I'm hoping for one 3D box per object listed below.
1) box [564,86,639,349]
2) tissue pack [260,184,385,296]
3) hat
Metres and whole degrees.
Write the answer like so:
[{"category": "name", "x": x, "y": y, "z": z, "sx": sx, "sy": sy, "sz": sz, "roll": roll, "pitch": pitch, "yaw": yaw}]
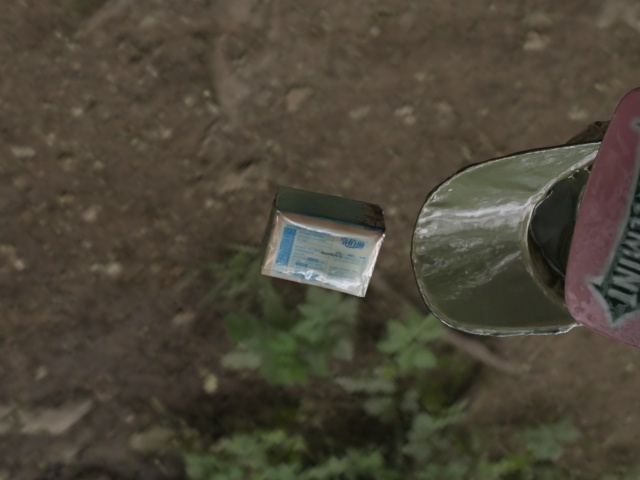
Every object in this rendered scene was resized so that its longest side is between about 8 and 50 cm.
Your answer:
[{"category": "box", "x": 0.350, "y": -0.018, "z": 1.093, "sx": 0.369, "sy": 0.112, "sz": 0.190, "roll": 0, "pitch": 111, "yaw": -50}, {"category": "tissue pack", "x": 0.000, "y": 0.000, "z": 1.122, "sx": 0.094, "sy": 0.059, "sz": 0.074, "roll": 13, "pitch": 119, "yaw": -7}, {"category": "hat", "x": 0.203, "y": -0.029, "z": 1.295, "sx": 0.244, "sy": 0.149, "sz": 0.214, "roll": 4, "pitch": 118, "yaw": -5}]
